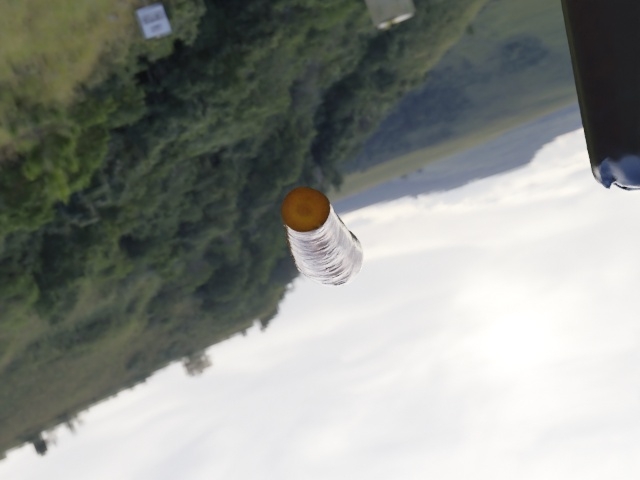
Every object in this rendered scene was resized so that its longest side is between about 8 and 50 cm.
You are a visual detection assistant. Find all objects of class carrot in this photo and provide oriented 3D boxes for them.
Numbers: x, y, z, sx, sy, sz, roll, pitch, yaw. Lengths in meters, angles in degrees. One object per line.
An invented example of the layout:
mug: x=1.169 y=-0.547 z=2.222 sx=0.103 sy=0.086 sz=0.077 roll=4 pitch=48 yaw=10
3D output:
carrot: x=0.000 y=0.000 z=0.442 sx=0.032 sy=0.032 sz=0.093 roll=-20 pitch=164 yaw=3

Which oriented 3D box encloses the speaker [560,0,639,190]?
speaker: x=0.251 y=-0.237 z=0.595 sx=0.180 sy=0.388 sz=0.184 roll=-14 pitch=-176 yaw=-37
